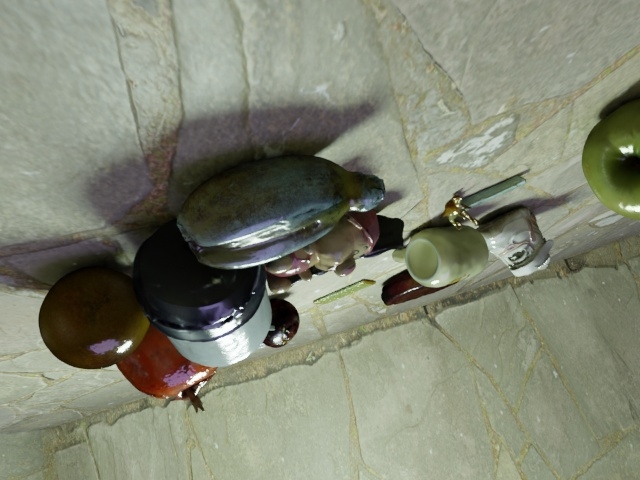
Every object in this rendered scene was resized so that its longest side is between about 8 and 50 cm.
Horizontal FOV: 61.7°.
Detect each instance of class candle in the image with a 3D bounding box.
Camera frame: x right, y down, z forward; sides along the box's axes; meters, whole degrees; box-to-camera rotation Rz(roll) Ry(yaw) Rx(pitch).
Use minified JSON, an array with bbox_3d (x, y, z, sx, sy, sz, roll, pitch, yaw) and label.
[{"bbox_3d":[-0.204,0.113,0.999,0.222,0.221,0.342,-16,151,-10],"label":"candle"}]

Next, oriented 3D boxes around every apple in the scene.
[{"bbox_3d":[0.681,-0.172,1.084,0.280,0.278,0.279,-17,164,-5],"label":"apple"}]

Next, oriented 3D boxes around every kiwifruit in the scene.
[{"bbox_3d":[-0.424,0.149,1.014,0.196,0.195,0.234,-10,168,-29],"label":"kiwifruit"}]

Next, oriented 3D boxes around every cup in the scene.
[{"bbox_3d":[0.339,0.026,1.590,0.202,0.255,0.173,-8,118,-38],"label":"cup"}]

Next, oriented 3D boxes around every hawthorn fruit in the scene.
[{"bbox_3d":[-0.335,0.252,1.231,0.276,0.307,0.276,-19,167,-5],"label":"hawthorn fruit"}]

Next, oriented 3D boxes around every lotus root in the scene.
[{"bbox_3d":[-0.060,-0.060,0.832,0.323,0.139,0.158,-19,140,-14],"label":"lotus root"}]

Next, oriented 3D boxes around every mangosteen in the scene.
[{"bbox_3d":[-0.157,0.269,1.799,0.173,0.172,0.184,-13,-152,-27],"label":"mangosteen"}]

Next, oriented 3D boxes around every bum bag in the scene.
[{"bbox_3d":[0.040,0.010,1.207,0.327,0.142,0.079,-19,130,-13],"label":"bum bag"}]

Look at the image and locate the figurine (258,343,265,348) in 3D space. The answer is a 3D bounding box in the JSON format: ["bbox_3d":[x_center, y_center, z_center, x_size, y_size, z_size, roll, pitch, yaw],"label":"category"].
[{"bbox_3d":[-0.195,0.325,1.969,0.209,0.128,0.184,-11,165,-41],"label":"figurine"}]

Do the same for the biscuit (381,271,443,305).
[{"bbox_3d":[0.440,0.162,2.204,0.408,0.091,0.407,-19,165,-5],"label":"biscuit"}]

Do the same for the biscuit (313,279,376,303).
[{"bbox_3d":[0.093,0.201,2.073,0.232,0.016,0.139,-25,164,21],"label":"biscuit"}]

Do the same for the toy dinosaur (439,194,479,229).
[{"bbox_3d":[0.335,-0.081,1.390,0.039,0.126,0.162,-52,-148,-12],"label":"toy dinosaur"}]

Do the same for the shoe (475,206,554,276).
[{"bbox_3d":[0.642,0.012,1.729,0.172,0.198,0.351,-32,160,35],"label":"shoe"}]

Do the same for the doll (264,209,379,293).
[{"bbox_3d":[0.001,0.004,1.050,0.256,0.152,0.196,-21,-169,-15],"label":"doll"}]

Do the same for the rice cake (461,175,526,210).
[{"bbox_3d":[0.439,-0.122,1.364,0.171,0.028,0.033,-24,159,19],"label":"rice cake"}]
